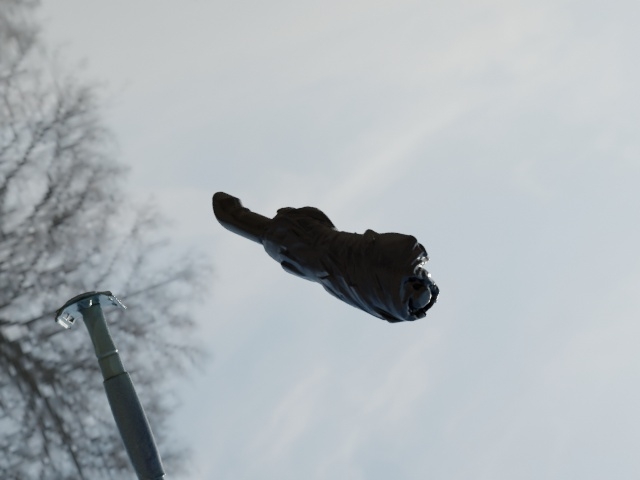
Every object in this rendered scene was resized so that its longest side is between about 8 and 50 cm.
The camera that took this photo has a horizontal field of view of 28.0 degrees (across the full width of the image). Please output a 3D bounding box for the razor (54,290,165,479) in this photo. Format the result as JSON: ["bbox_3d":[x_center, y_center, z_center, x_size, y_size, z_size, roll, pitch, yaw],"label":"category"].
[{"bbox_3d":[-0.126,0.100,0.813,0.040,0.135,0.068,-20,173,-4],"label":"razor"}]

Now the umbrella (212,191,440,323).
[{"bbox_3d":[-0.001,0.008,1.054,0.071,0.070,0.248,-31,-147,-33],"label":"umbrella"}]
